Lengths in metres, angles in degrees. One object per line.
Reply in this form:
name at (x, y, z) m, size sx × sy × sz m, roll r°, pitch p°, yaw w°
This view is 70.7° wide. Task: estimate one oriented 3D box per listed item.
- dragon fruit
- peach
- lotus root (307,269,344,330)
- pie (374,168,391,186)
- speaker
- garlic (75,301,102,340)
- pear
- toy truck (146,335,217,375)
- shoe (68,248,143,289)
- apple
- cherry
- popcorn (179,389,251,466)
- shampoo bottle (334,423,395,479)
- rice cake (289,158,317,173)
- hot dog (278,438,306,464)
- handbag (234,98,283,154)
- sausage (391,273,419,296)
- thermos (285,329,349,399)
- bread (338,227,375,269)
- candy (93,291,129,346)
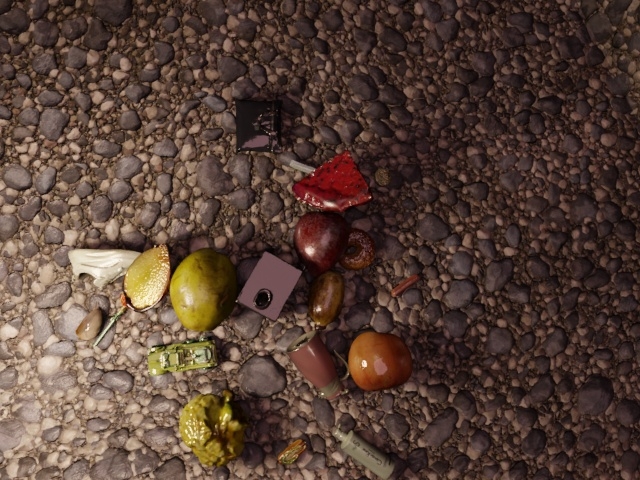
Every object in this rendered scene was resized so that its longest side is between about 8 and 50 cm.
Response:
dragon fruit at (0.045, -0.248, 1.873) m, size 0.331 × 0.302 × 0.239 m, roll -7°, pitch 102°, yaw 7°
peach at (-0.650, 0.141, 1.734) m, size 0.189 × 0.068 × 0.279 m, roll 31°, pitch 89°, yaw 11°
lotus root at (0.021, 0.244, 1.848) m, size 0.145 × 0.128 × 0.259 m, roll 11°, pitch 77°, yaw 9°
pie at (0.279, -0.281, 2.021) m, size 0.085 × 0.017 × 0.084 m, roll 1°, pitch 81°, yaw -8°
speaker at (-0.199, 0.171, 1.779) m, size 0.184 × 0.232 × 0.253 m, roll 29°, pitch 79°, yaw -3°
garlic at (-0.892, 0.323, 1.751) m, size 0.084 × 0.066 × 0.152 m, roll 30°, pitch 83°, yaw 8°
pear at (-0.443, 0.190, 1.731) m, size 0.270 × 0.269 × 0.320 m, roll 13°, pitch 70°, yaw -5°
toy truck at (-0.541, 0.448, 1.742) m, size 0.260 × 0.135 × 0.128 m, roll -6°, pitch 81°, yaw -5°
shoe at (-0.831, 0.116, 1.772) m, size 0.317 × 0.124 × 0.159 m, roll 4°, pitch 80°, yaw -1°
apple at (0.234, 0.472, 1.783) m, size 0.254 × 0.253 × 0.253 m, roll 1°, pitch 81°, yaw -7°
cherry at (0.000, 0.000, 1.833) m, size 0.231 × 0.203 × 0.299 m, roll 2°, pitch 71°, yaw 18°
popcorn at (-0.394, 0.694, 1.678) m, size 0.258 × 0.224 × 0.269 m, roll 10°, pitch 70°, yaw -22°
shampoo bottle at (0.167, 0.835, 1.788) m, size 0.263 × 0.085 × 0.085 m, roll 36°, pitch 78°, yaw 0°
rice cake at (-0.047, -0.312, 1.979) m, size 0.180 × 0.030 × 0.042 m, roll 20°, pitch 84°, yaw -3°
hot dog at (-0.111, 0.837, 1.775) m, size 0.133 × 0.041 × 0.056 m, roll -34°, pitch 86°, yaw -11°
handbag at (-0.265, -0.495, 1.956) m, size 0.211 × 0.088 × 0.253 m, roll -2°, pitch 82°, yaw -2°
sausage at (0.365, 0.193, 1.946) m, size 0.147 × 0.035 × 0.030 m, roll -34°, pitch 54°, yaw -12°
thermos at (0.005, 0.499, 1.798) m, size 0.177 × 0.146 × 0.264 m, roll -35°, pitch 95°, yaw -3°
bread at (0.146, 0.034, 1.931) m, size 0.194 × 0.064 × 0.193 m, roll 0°, pitch 83°, yaw -4°
candy at (-0.804, 0.298, 1.776) m, size 0.084 × 0.078 × 0.287 m, roll 36°, pitch 87°, yaw 30°
